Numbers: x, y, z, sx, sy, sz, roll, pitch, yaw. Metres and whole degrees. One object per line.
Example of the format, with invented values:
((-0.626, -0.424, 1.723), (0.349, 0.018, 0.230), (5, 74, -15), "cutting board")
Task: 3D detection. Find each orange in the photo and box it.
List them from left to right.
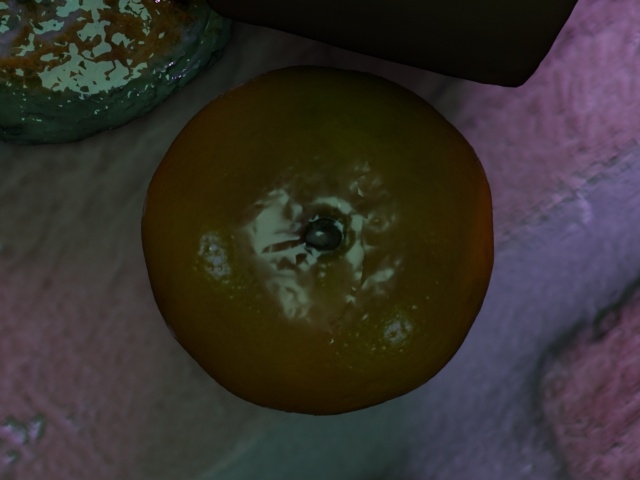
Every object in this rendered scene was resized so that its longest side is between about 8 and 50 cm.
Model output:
((0.000, 0.000, 0.428), (0.156, 0.124, 0.156), (0, 91, -7), "orange")

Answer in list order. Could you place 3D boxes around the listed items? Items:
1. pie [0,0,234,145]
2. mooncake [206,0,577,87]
((-0.127, -0.138, 0.460), (0.187, 0.041, 0.186), (0, 90, -3), "pie")
((0.032, -0.208, 0.352), (0.156, 0.284, 0.284), (11, 90, 2), "mooncake")
